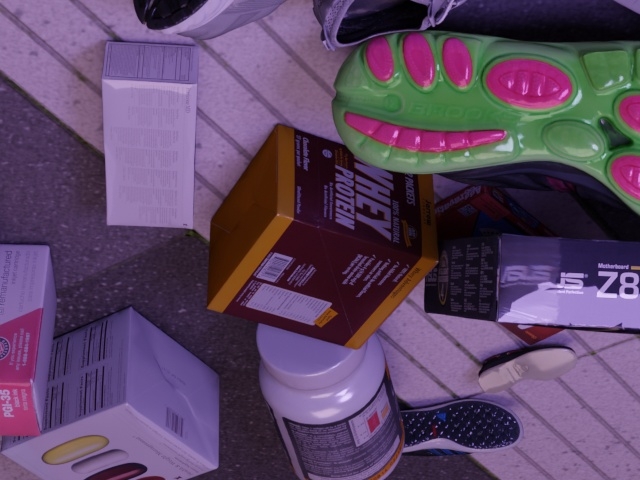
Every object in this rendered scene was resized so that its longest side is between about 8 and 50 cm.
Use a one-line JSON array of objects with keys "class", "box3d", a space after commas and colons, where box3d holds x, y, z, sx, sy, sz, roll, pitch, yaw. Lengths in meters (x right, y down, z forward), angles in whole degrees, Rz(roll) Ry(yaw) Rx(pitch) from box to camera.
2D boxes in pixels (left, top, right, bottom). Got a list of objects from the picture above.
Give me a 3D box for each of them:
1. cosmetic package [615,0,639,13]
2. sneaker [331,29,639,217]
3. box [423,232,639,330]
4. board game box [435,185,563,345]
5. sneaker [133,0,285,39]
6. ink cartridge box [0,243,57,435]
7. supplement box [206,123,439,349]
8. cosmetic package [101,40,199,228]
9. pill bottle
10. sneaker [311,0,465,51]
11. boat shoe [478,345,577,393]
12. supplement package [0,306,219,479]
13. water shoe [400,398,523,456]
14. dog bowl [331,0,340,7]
[{"class": "cosmetic package", "box3d": [0.389, -0.249, 1.521, 0.238, 0.107, 0.127, 23, 134, -22]}, {"class": "sneaker", "box3d": [0.256, -0.121, 1.609, 0.482, 0.202, 0.185, 14, 100, 5]}, {"class": "box", "box3d": [0.296, 0.049, 1.703, 0.318, 0.097, 0.395, 2, 178, -6]}, {"class": "board game box", "box3d": [0.224, 0.031, 1.941, 0.145, 0.027, 0.281, -28, 134, 32]}, {"class": "sneaker", "box3d": [-0.043, -0.270, 1.511, 0.271, 0.100, 0.108, -25, 160, 24]}, {"class": "ink cartridge box", "box3d": [-0.460, 0.114, 1.891, 0.283, 0.207, 0.117, 1, 141, -2]}, {"class": "supplement box", "box3d": [0.000, 0.000, 1.813, 0.194, 0.129, 0.191, 17, 139, -21]}, {"class": "cosmetic package", "box3d": [-0.179, -0.108, 1.728, 0.098, 0.060, 0.239, 4, 142, -3]}, {"class": "pill bottle", "box3d": [0.011, 0.187, 2.027, 0.162, 0.162, 0.278, -6, 142, 7]}, {"class": "sneaker", "box3d": [0.121, -0.244, 1.511, 0.281, 0.115, 0.105, -19, 138, 23]}, {"class": "boat shoe", "box3d": [0.267, 0.159, 2.095, 0.133, 0.042, 0.049, -18, 114, 20]}, {"class": "supplement package", "box3d": [-0.266, 0.220, 2.078, 0.203, 0.149, 0.194, -23, 137, 25]}, {"class": "water shoe", "box3d": [0.174, 0.258, 2.213, 0.203, 0.073, 0.080, -1, 164, 7]}, {"class": "dog bowl", "box3d": [-0.043, -0.347, 1.213, 0.102, 0.349, 0.349, -30, 134, 17]}]
